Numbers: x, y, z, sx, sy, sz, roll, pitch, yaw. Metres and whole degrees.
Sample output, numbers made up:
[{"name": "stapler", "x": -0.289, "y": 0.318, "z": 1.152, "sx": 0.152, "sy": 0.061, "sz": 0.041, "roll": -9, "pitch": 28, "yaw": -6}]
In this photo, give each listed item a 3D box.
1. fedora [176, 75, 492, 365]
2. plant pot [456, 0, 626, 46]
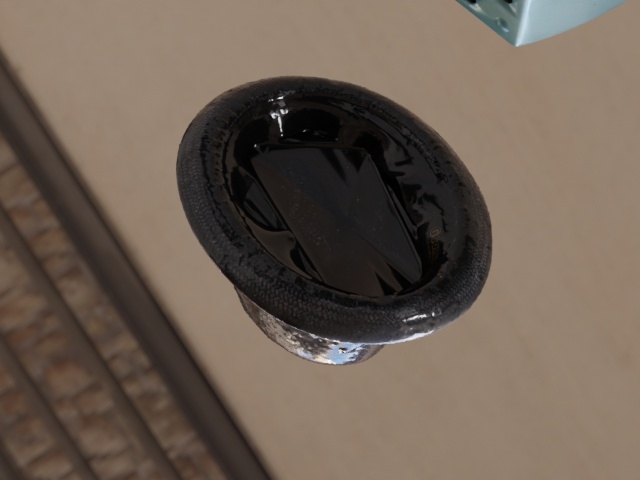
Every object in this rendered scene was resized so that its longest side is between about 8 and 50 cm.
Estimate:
[{"name": "fedora", "x": 0.000, "y": 0.000, "z": 1.841, "sx": 0.334, "sy": 0.334, "sz": 0.152, "roll": -44, "pitch": 162, "yaw": -43}, {"name": "plant pot", "x": 0.198, "y": -0.272, "z": 1.496, "sx": 0.234, "sy": 0.165, "sz": 0.165, "roll": -42, "pitch": 160, "yaw": -21}]
